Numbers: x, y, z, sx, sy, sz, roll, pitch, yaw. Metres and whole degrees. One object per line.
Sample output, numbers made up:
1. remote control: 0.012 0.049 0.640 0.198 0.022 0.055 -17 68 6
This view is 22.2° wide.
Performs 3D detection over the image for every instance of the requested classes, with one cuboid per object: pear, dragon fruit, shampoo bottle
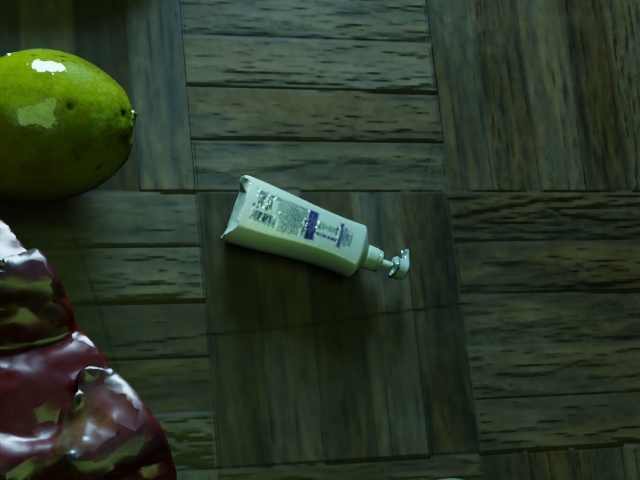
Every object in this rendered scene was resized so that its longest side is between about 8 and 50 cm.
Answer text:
1. pear: -0.186 -0.076 1.089 0.131 0.107 0.107 -15 81 -20
2. dragon fruit: -0.275 0.074 0.950 0.286 0.228 0.329 -16 83 -22
3. shampoo bottle: 0.000 0.000 1.178 0.141 0.034 0.049 21 62 -14

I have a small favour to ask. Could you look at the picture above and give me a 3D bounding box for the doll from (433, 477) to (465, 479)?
1. doll: 0.178 0.369 1.029 0.379 0.252 0.382 16 77 -15
